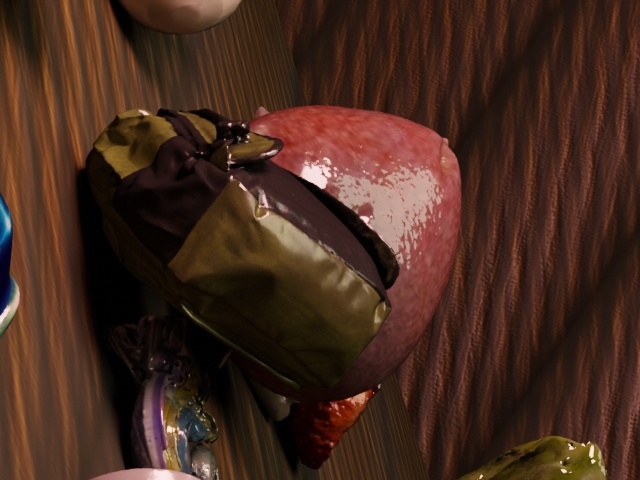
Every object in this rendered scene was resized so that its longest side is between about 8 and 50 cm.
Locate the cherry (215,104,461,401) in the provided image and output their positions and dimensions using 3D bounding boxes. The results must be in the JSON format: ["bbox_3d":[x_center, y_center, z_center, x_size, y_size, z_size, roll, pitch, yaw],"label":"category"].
[{"bbox_3d":[0.000,0.000,1.325,0.221,0.307,0.261,9,-43,56],"label":"cherry"}]

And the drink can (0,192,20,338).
[{"bbox_3d":[-0.188,-0.042,0.503,0.118,0.118,0.205,-97,167,-63],"label":"drink can"}]

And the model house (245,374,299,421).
[{"bbox_3d":[-0.016,0.047,1.512,0.122,0.188,0.229,37,30,-50],"label":"model house"}]

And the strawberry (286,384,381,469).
[{"bbox_3d":[-0.004,0.178,1.594,0.082,0.121,0.188,35,-8,-5],"label":"strawberry"}]

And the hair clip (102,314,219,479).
[{"bbox_3d":[-0.106,0.137,1.020,0.116,0.049,0.172,0,78,-69],"label":"hair clip"}]

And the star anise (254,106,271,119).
[{"bbox_3d":[-0.006,-0.037,1.639,0.093,0.236,0.229,-55,141,-66],"label":"star anise"}]

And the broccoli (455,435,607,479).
[{"bbox_3d":[0.051,0.218,0.945,0.165,0.304,0.145,54,-6,43],"label":"broccoli"}]

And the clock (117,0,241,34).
[{"bbox_3d":[-0.160,-0.386,1.547,0.342,0.184,0.326,-69,144,-72],"label":"clock"}]

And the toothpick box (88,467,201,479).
[{"bbox_3d":[-0.085,0.200,0.725,0.098,0.098,0.149,64,8,-47],"label":"toothpick box"}]

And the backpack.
[{"bbox_3d":[-0.066,-0.011,1.081,0.207,0.140,0.253,40,0,-40],"label":"backpack"}]
